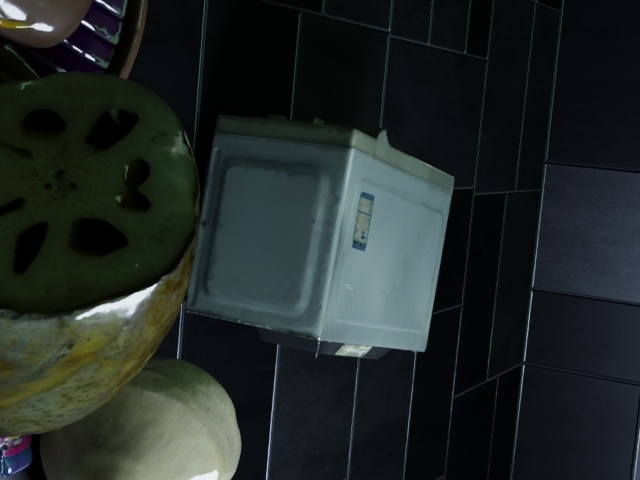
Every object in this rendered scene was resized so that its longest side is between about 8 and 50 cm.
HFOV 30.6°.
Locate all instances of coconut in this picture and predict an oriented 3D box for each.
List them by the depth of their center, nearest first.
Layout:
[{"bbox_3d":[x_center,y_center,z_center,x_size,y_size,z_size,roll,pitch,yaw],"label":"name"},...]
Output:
[{"bbox_3d":[-0.192,0.226,1.231,0.224,0.224,0.224,-28,122,-58],"label":"coconut"}]

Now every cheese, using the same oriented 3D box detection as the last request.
[{"bbox_3d":[-0.304,0.161,1.162,0.095,0.038,0.145,-19,113,-61],"label":"cheese"}]

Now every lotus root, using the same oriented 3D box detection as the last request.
[{"bbox_3d":[-0.238,0.035,0.971,0.250,0.250,0.346,-63,-171,-33],"label":"lotus root"}]

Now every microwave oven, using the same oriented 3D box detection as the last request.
[{"bbox_3d":[0.000,0.000,1.522,0.355,0.218,0.287,14,87,-64],"label":"microwave oven"}]

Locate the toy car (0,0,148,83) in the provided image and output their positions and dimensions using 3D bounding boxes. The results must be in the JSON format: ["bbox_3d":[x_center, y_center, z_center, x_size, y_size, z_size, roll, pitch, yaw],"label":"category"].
[{"bbox_3d":[-0.250,-0.217,0.938,0.340,0.240,0.271,40,64,-56],"label":"toy car"}]
